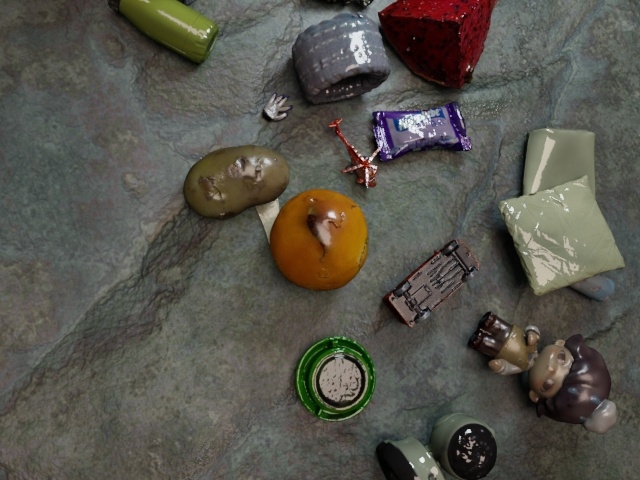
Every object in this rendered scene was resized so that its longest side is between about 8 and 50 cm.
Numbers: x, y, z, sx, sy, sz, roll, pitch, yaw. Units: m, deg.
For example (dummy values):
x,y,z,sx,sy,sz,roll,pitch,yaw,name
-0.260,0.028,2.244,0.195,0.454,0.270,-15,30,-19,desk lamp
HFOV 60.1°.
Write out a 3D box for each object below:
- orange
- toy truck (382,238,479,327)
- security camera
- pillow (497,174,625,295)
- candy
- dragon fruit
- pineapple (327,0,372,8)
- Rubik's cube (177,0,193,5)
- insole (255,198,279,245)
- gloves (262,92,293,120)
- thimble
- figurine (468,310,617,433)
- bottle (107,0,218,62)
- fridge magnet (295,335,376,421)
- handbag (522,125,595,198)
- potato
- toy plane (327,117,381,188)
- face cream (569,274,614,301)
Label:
x,y,z,sx,sy,sz,roll,pitch,yaw,name
0.000,0.000,1.326,0.245,0.246,0.247,1,84,-13,orange
0.286,0.108,1.445,0.252,0.114,0.108,-39,92,-13,toy truck
0.303,0.537,1.365,0.277,0.191,0.197,-26,89,-15,security camera
0.650,-0.014,1.503,0.280,0.076,0.275,-17,77,-8,pillow
0.275,-0.297,1.509,0.274,0.070,0.145,-9,80,-10,candy
0.377,-0.590,1.480,0.330,0.240,0.302,-43,114,-7,dragon fruit
0.062,-0.681,1.485,0.197,0.108,0.108,15,81,-18,pineapple
-0.301,-0.834,1.291,0.343,0.337,0.344,-43,96,-14,Rubik's cube
-0.129,-0.065,1.417,0.063,0.010,0.192,-15,87,-15,insole
-0.110,-0.345,1.444,0.064,0.026,0.086,37,72,-9,gloves
0.049,-0.460,1.411,0.236,0.205,0.172,-19,84,10,thimble
0.586,0.320,1.447,0.364,0.206,0.218,36,63,-6,figurine
-0.386,-0.541,1.354,0.260,0.112,0.112,26,79,-9,bottle
0.040,0.343,1.373,0.207,0.088,0.208,2,84,-13,fridge magnet
0.684,-0.159,1.576,0.241,0.109,0.316,2,87,-12,handbag
-0.203,-0.147,1.333,0.262,0.165,0.165,-22,89,-4,potato
0.081,-0.219,1.454,0.194,0.077,0.126,36,74,1,toy plane
0.715,0.094,1.569,0.229,0.075,0.075,27,79,-8,face cream
